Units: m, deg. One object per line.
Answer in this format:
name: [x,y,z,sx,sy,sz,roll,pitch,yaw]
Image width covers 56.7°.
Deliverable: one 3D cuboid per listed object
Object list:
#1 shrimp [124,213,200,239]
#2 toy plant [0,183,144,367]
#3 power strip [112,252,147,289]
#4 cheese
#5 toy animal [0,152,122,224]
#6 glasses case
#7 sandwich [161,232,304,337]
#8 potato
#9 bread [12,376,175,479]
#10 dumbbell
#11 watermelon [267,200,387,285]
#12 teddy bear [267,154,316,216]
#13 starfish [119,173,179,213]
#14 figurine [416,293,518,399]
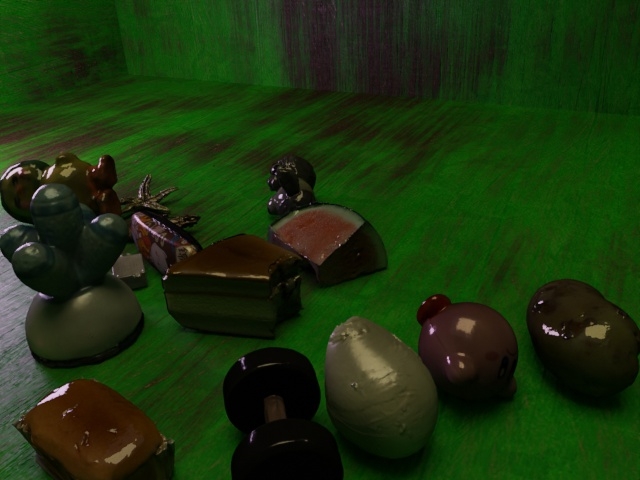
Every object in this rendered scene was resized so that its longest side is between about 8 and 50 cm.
shrimp: [-0.455,-0.050,1.647,0.251,0.052,0.143,-5,25,-1]
toy plant: [-0.492,0.049,1.165,0.247,0.332,0.247,-4,26,2]
power strip: [-0.463,0.066,1.434,0.075,0.042,0.175,-11,27,-16]
cheese: [0.088,0.235,0.905,0.189,0.198,0.154,26,47,35]
toy animal: [-0.741,-0.141,1.711,0.339,0.215,0.191,-4,0,4]
glasses case: [-0.366,0.020,1.427,0.082,0.122,0.321,-23,33,-36]
sandwich: [-0.167,0.107,1.206,0.227,0.155,0.198,-26,35,-36]
potato: [0.456,0.164,1.052,0.165,0.164,0.262,-4,21,-3]
bread: [-0.340,0.304,0.902,0.241,0.107,0.136,18,37,35]
dumbbell: [-0.061,0.277,0.874,0.153,0.152,0.218,-8,28,-9]
watermelon: [0.000,0.000,1.421,0.319,0.148,0.226,8,38,20]
teddy bear: [-0.093,-0.147,1.688,0.144,0.171,0.251,-19,31,13]
starfish: [-0.516,-0.118,1.782,0.176,0.053,0.208,28,52,30]
figurine: [0.251,0.187,1.008,0.173,0.173,0.173,-2,28,1]
